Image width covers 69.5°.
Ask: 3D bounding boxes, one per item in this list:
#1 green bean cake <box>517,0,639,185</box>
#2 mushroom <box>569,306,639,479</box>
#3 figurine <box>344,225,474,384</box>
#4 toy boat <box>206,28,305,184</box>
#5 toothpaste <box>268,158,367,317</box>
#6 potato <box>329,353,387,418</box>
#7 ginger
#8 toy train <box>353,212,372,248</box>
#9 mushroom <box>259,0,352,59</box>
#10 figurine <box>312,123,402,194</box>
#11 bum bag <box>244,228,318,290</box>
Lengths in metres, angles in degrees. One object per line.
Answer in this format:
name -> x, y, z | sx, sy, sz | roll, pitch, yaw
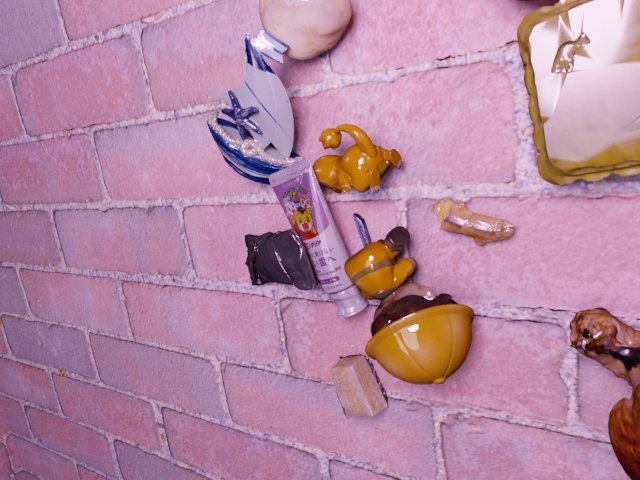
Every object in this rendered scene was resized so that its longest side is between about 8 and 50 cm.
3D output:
green bean cake -> 0.372, -0.194, 0.560 | 0.232, 0.124, 0.236 | -9, 100, 33
mushroom -> 0.490, 0.191, 0.583 | 0.267, 0.267, 0.255 | -22, 60, 35
figurine -> 0.138, 0.121, 0.784 | 0.257, 0.167, 0.192 | 52, 138, 10
toy boat -> -0.130, -0.231, 0.845 | 0.210, 0.070, 0.292 | 9, 134, 24
toothpaste -> 0.000, 0.000, 0.864 | 0.114, 0.073, 0.299 | -15, 104, 45
potato -> 0.074, 0.298, 0.943 | 0.086, 0.061, 0.122 | -22, 93, 37
ginger -> 0.240, -0.028, 0.746 | 0.137, 0.044, 0.058 | 23, 98, 22
toy train -> 0.081, -0.013, 0.862 | 0.017, 0.017, 0.083 | -16, 97, 32
mushroom -> -0.023, -0.372, 0.748 | 0.154, 0.123, 0.154 | 13, 150, 7
figurine -> 0.038, -0.139, 0.791 | 0.122, 0.121, 0.176 | 51, 151, -21
bum bag -> -0.096, 0.041, 0.930 | 0.248, 0.060, 0.123 | -9, 103, 50
